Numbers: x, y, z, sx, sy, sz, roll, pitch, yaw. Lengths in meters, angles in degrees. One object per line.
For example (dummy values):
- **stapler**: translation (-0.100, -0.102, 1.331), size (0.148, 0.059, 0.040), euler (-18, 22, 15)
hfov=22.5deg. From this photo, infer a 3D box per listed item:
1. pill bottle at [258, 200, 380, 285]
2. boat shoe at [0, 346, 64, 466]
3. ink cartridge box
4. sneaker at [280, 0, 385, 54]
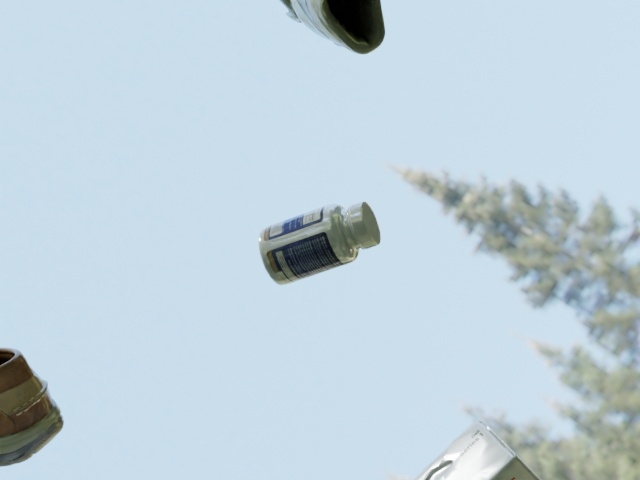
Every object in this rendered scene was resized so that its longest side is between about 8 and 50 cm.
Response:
- **pill bottle**: translation (0.000, 0.000, 1.708), size (0.120, 0.067, 0.067), euler (-19, -39, 19)
- **boat shoe**: translation (-0.411, 0.151, 1.622), size (0.123, 0.324, 0.116), euler (-57, -41, -57)
- **ink cartridge box**: translation (0.247, 0.415, 2.210), size (0.201, 0.117, 0.278), euler (-44, -61, -1)
- **sneaker**: translation (0.006, -0.326, 1.586), size (0.122, 0.146, 0.330), euler (-33, -44, -11)
